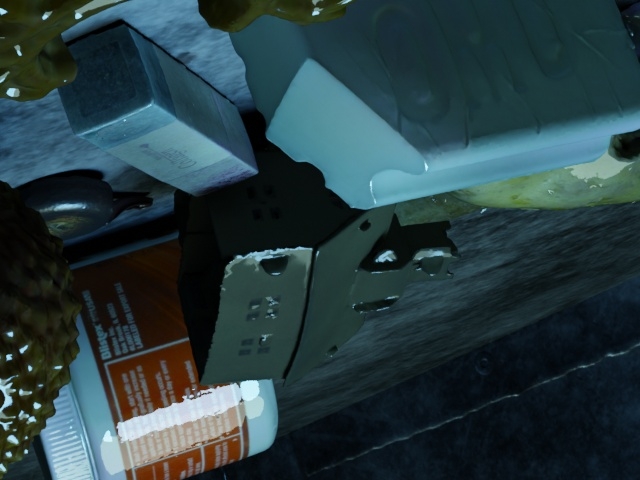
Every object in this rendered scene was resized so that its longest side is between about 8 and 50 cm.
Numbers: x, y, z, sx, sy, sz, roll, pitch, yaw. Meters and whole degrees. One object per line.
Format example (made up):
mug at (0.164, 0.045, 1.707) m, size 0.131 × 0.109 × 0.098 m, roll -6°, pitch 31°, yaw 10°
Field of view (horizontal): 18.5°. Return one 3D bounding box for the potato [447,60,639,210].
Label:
potato at (0.220, -0.104, 1.818) m, size 0.296 × 0.141 × 0.191 m, roll 7°, pitch 152°, yaw -15°

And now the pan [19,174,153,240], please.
pan at (-0.216, -0.024, 1.796) m, size 0.115 × 0.040 × 0.212 m, roll -20°, pitch 170°, yaw 27°

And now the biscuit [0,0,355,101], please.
biscuit at (-0.113, -0.169, 1.084) m, size 0.366 × 0.115 × 0.268 m, roll -19°, pitch 169°, yaw -10°

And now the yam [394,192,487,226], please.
yam at (0.133, -0.066, 2.014) m, size 0.259 × 0.093 × 0.093 m, roll -18°, pitch 172°, yaw 35°

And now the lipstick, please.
lipstick at (-0.123, -0.095, 1.538) m, size 0.066 × 0.068 × 0.317 m, roll -22°, pitch 169°, yaw 9°

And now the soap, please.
soap at (0.095, -0.130, 1.476) m, size 0.290 × 0.172 × 0.095 m, roll -12°, pitch 165°, yaw -32°

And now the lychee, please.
lychee at (-0.312, 0.084, 1.521) m, size 0.268 × 0.267 × 0.267 m, roll -19°, pitch 169°, yaw -4°

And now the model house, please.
model house at (0.000, 0.000, 1.799) m, size 0.243 × 0.204 × 0.211 m, roll -5°, pitch 142°, yaw -15°

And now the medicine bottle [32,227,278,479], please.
medicine bottle at (-0.192, 0.131, 2.025) m, size 0.241 × 0.252 × 0.252 m, roll -18°, pitch 169°, yaw -13°

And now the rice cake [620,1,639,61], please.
rice cake at (0.269, -0.151, 1.982) m, size 0.073 × 0.056 × 0.365 m, roll -18°, pitch 169°, yaw -21°
